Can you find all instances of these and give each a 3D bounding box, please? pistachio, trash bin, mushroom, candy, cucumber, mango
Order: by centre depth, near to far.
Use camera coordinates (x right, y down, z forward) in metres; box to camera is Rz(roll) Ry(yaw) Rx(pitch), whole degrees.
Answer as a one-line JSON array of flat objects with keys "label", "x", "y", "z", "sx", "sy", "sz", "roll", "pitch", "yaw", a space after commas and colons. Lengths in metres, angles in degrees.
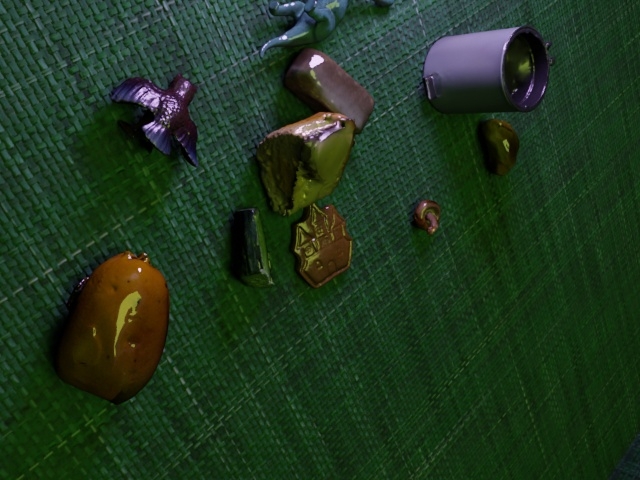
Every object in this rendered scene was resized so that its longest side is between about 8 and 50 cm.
[{"label": "mango", "x": -0.385, "y": 0.162, "z": 1.299, "sx": 0.201, "sy": 0.153, "sz": 0.287, "roll": 13, "pitch": 91, "yaw": -51}, {"label": "cucumber", "x": -0.156, "y": 0.023, "z": 1.517, "sx": 0.115, "sy": 0.086, "sz": 0.193, "roll": -53, "pitch": 141, "yaw": -79}, {"label": "candy", "x": 0.023, "y": -0.348, "z": 1.595, "sx": 0.234, "sy": 0.102, "sz": 0.104, "roll": 36, "pitch": 74, "yaw": -39}, {"label": "trash bin", "x": 0.445, "y": -0.451, "z": 1.827, "sx": 0.277, "sy": 0.262, "sz": 0.217, "roll": -31, "pitch": 115, "yaw": -32}, {"label": "mushroom", "x": 0.293, "y": -0.060, "z": 1.876, "sx": 0.129, "sy": 0.073, "sz": 0.088, "roll": -69, "pitch": 156, "yaw": -54}, {"label": "pistachio", "x": 0.553, "y": -0.284, "z": 2.047, "sx": 0.110, "sy": 0.100, "sz": 0.189, "roll": -34, "pitch": 116, "yaw": -27}]

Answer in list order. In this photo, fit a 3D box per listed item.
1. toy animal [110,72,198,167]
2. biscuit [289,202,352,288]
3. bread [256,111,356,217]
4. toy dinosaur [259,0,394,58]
[{"label": "toy animal", "x": -0.295, "y": -0.251, "z": 1.334, "sx": 0.218, "sy": 0.116, "sz": 0.179, "roll": 42, "pitch": 71, "yaw": -29}, {"label": "biscuit", "x": 0.002, "y": 0.000, "z": 1.672, "sx": 0.182, "sy": 0.034, "sz": 0.215, "roll": -31, "pitch": 115, "yaw": -33}, {"label": "bread", "x": -0.028, "y": -0.194, "z": 1.540, "sx": 0.204, "sy": 0.162, "sz": 0.262, "roll": -25, "pitch": 154, "yaw": -36}, {"label": "toy dinosaur", "x": 0.032, "y": -0.513, "z": 1.596, "sx": 0.383, "sy": 0.129, "sz": 0.331, "roll": -59, "pitch": 149, "yaw": -1}]
